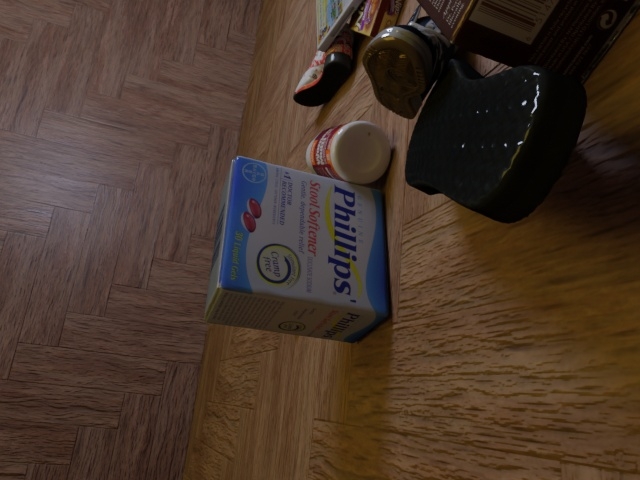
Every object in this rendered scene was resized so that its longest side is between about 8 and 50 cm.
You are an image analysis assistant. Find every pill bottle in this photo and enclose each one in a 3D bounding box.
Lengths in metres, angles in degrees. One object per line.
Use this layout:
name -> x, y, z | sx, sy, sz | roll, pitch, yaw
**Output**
pill bottle -> 0.047, -0.175, 1.074 | 0.221, 0.121, 0.121 | -160, 82, -71

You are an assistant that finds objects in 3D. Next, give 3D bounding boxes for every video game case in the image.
video game case -> 0.049, -0.611, 1.275 | 0.206, 0.026, 0.226 | -39, 46, 51

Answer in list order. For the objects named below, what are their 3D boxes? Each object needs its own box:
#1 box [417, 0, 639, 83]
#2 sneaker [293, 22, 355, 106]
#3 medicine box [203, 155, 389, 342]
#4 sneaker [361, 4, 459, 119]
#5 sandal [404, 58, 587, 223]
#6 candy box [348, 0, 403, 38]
box -> 0.222, -0.301, 0.571 | 0.203, 0.167, 0.168 | -99, 27, -47
sneaker -> 0.012, -0.475, 1.420 | 0.270, 0.090, 0.144 | 155, 126, -63
medicine box -> -0.041, 0.021, 0.941 | 0.149, 0.290, 0.263 | 126, 150, -54
sneaker -> 0.143, -0.285, 0.758 | 0.153, 0.099, 0.282 | -58, -7, 3
sandal -> 0.183, -0.108, 0.597 | 0.445, 0.107, 0.167 | -90, 21, -71
candy box -> 0.122, -0.516, 1.179 | 0.186, 0.053, 0.109 | -113, 38, -62
